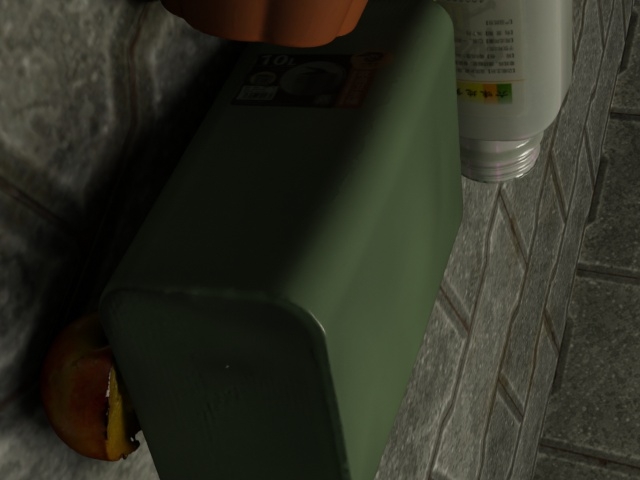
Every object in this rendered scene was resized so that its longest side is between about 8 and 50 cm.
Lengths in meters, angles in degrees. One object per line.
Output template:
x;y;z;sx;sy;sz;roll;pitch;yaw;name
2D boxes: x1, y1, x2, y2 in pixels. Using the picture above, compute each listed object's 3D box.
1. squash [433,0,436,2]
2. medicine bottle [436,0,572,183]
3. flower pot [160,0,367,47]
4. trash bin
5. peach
0.080;-0.180;0.882;0.169;0.093;0.252;15;85;-55;squash
0.192;-0.222;1.034;0.124;0.179;0.324;-57;146;-41;medicine bottle
-0.028;-0.223;0.571;0.190;0.190;0.173;-44;148;-54;flower pot
0.000;0.000;0.640;0.343;0.158;0.223;-69;156;-50;trash bin
-0.138;0.086;0.560;0.098;0.061;0.098;9;90;-85;peach
